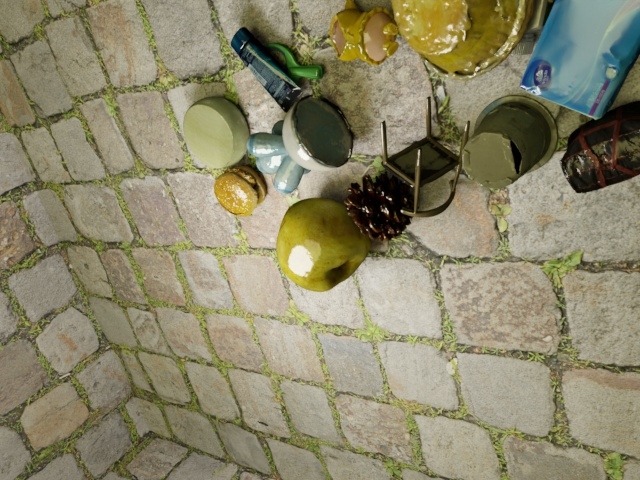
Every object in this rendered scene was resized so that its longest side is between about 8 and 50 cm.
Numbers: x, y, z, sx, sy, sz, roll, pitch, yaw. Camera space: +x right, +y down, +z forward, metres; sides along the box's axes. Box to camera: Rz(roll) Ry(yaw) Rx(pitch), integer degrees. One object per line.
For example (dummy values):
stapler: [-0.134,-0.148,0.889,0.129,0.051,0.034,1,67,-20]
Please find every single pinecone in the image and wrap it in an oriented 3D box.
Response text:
pinecone: [0.185,-0.108,1.627,0.221,0.221,0.221,19,126,27]

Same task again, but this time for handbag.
handbag: [0.654,-0.204,1.231,0.215,0.169,0.155,-25,101,43]

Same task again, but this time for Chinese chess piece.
Chinese chess piece: [-0.364,-0.377,1.936,0.250,0.101,0.250,19,126,27]

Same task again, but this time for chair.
chair: [0.274,-0.211,1.478,0.166,0.188,0.272,47,159,38]

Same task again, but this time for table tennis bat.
table tennis bat: [-0.098,-0.522,1.694,0.257,0.039,0.160,14,125,33]

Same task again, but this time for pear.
pear: [0.000,0.000,1.773,0.304,0.304,0.304,19,126,27]

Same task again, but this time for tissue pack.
tissue pack: [0.574,-0.424,1.170,0.198,0.146,0.263,30,131,20]

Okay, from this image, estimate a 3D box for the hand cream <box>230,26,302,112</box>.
hand cream: [-0.169,-0.525,1.700,0.270,0.061,0.120,51,141,0]

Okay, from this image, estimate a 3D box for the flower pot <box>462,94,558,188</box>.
flower pot: [0.454,-0.226,1.351,0.212,0.202,0.212,16,125,24]

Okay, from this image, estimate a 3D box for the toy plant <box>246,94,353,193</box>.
toy plant: [-0.088,-0.281,1.715,0.332,0.247,0.247,-21,103,47]

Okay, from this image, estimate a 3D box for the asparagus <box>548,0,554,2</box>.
asparagus: [0.516,-0.556,1.167,0.015,0.127,0.018,34,174,-13]

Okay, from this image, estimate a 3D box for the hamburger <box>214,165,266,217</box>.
hamburger: [-0.288,-0.178,1.975,0.182,0.118,0.191,37,134,-12]

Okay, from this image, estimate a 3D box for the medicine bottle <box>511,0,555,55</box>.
medicine bottle: [0.451,-0.522,1.242,0.132,0.088,0.188,21,128,28]

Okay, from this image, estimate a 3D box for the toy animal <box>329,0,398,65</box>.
toy animal: [0.118,-0.537,1.440,0.230,0.156,0.156,38,139,46]

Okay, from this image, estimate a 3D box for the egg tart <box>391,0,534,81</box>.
egg tart: [0.286,-0.544,1.233,0.388,0.169,0.388,39,143,38]
